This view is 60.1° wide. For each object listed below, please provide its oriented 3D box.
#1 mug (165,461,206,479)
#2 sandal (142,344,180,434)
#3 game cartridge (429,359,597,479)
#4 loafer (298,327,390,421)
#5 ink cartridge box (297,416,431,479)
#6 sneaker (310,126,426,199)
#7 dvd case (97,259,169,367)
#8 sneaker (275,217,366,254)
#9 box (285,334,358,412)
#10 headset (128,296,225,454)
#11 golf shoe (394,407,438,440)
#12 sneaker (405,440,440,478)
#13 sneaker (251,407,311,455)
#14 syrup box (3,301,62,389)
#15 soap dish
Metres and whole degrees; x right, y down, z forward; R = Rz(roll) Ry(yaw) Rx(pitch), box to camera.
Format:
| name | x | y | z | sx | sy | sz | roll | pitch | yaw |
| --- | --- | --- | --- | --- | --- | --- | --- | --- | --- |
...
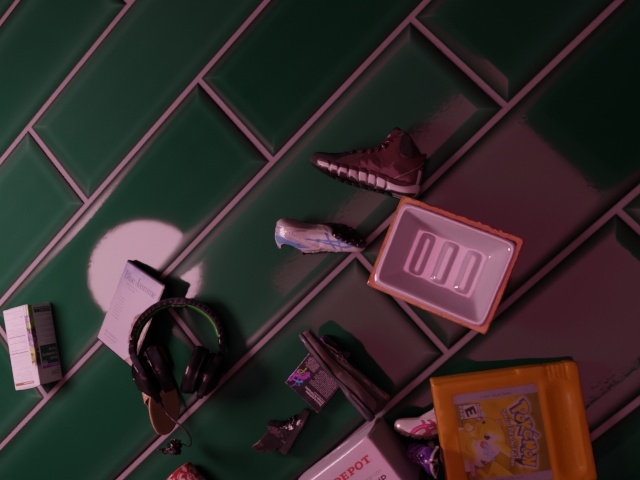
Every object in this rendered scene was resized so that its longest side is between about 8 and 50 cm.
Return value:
| name | x | y | z | sx | sy | sz | roll | pitch | yaw |
| --- | --- | --- | --- | --- | --- | --- | --- | --- | --- |
| mug | -0.342 | 0.695 | 1.459 | 0.150 | 0.113 | 0.169 | -47 | 73 | 9 |
| sandal | -0.453 | 0.415 | 1.532 | 0.079 | 0.088 | 0.240 | -27 | 71 | 46 |
| game cartridge | 0.425 | 0.427 | 1.224 | 0.323 | 0.052 | 0.285 | -9 | 86 | 5 |
| loafer | 0.058 | 0.309 | 1.337 | 0.084 | 0.096 | 0.267 | -40 | 85 | -9 |
| ink cartridge box | 0.143 | 0.665 | 1.277 | 0.285 | 0.166 | 0.395 | -42 | 77 | 12 |
| sneaker | 0.126 | -0.210 | 1.354 | 0.281 | 0.106 | 0.162 | 19 | 88 | 8 |
| dvd case | -0.527 | 0.203 | 1.551 | 0.180 | 0.022 | 0.253 | 26 | 96 | 33 |
| sneaker | 0.000 | 0.000 | 1.395 | 0.237 | 0.085 | 0.086 | 10 | 118 | 14 |
| box | 0.003 | 0.337 | 1.403 | 0.116 | 0.029 | 0.162 | 41 | 98 | 13 |
| headset | -0.374 | 0.352 | 1.450 | 0.243 | 0.185 | 0.394 | 1 | 71 | -11 |
| golf shoe | 0.267 | 0.426 | 1.302 | 0.186 | 0.067 | 0.086 | 1 | 82 | 7 |
| sneaker | 0.231 | 0.493 | 1.251 | 0.071 | 0.170 | 0.068 | 3 | 78 | 2 |
| sneaker | -0.099 | 0.484 | 1.418 | 0.089 | 0.051 | 0.170 | 31 | 101 | 11 |
| syrup box | -0.848 | 0.310 | 1.634 | 0.096 | 0.093 | 0.237 | -15 | 84 | 16 |
| soap dish | 0.285 | 0.052 | 1.277 | 0.291 | 0.118 | 0.229 | 22 | 95 | 17 |
